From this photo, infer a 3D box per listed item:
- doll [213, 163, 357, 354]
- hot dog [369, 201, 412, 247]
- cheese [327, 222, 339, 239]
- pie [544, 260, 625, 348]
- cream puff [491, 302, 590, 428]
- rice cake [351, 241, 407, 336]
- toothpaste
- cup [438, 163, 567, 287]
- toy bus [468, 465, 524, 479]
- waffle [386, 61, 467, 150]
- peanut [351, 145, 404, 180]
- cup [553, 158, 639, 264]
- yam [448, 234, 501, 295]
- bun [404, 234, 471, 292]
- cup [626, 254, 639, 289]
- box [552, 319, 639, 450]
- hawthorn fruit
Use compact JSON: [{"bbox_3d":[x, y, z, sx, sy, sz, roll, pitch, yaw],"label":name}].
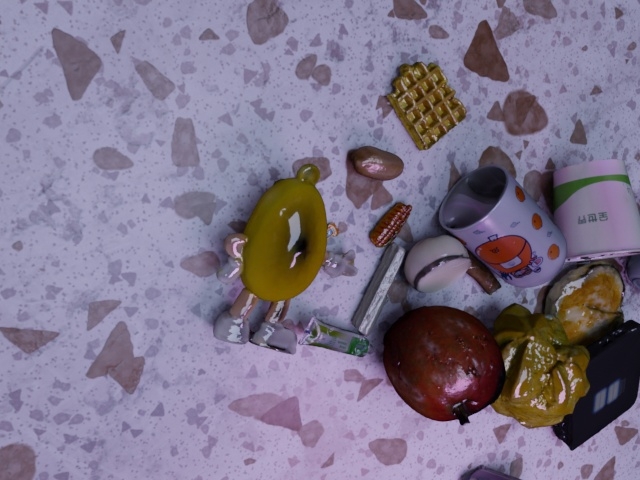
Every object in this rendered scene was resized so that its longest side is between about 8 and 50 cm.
[{"bbox_3d":[-0.083,0.073,1.253,0.423,0.161,0.348,-47,128,-8],"label":"doll"},{"bbox_3d":[0.185,-0.041,1.412,0.062,0.038,0.144,46,79,-21],"label":"hot dog"},{"bbox_3d":[0.000,0.000,1.352,0.111,0.017,0.047,-40,113,-14],"label":"cheese"},{"bbox_3d":[0.833,0.224,1.703,0.339,0.077,0.339,-6,106,-22],"label":"pie"},{"bbox_3d":[0.584,0.352,1.478,0.270,0.274,0.323,28,78,-67],"label":"cream puff"},{"bbox_3d":[0.155,0.128,1.417,0.057,0.052,0.256,32,83,-54],"label":"rice cake"},{"bbox_3d":[0.049,0.249,1.360,0.248,0.047,0.078,24,95,-41],"label":"toothpaste"},{"bbox_3d":[0.500,-0.024,1.456,0.317,0.212,0.212,37,82,-24],"label":"cup"},{"bbox_3d":[0.528,0.760,1.582,0.142,0.202,0.142,-8,103,-54],"label":"toy bus"},{"bbox_3d":[0.267,-0.361,1.397,0.160,0.055,0.211,-40,109,-13],"label":"waffle"},{"bbox_3d":[0.143,-0.190,1.357,0.152,0.076,0.076,10,93,-29],"label":"peanut"},{"bbox_3d":[0.770,-0.076,1.537,0.253,0.253,0.274,-3,83,-23],"label":"cup"},{"bbox_3d":[0.423,0.070,1.519,0.241,0.057,0.057,43,80,-23],"label":"yam"},{"bbox_3d":[0.294,0.051,1.423,0.173,0.120,0.173,-16,145,-12],"label":"bun"},{"bbox_3d":[1.149,0.065,1.746,0.274,0.259,0.357,-59,144,-5],"label":"cup"},{"bbox_3d":[0.871,0.451,1.702,0.350,0.091,0.359,-26,123,-20],"label":"box"},{"bbox_3d":[0.316,0.304,1.387,0.316,0.316,0.316,-3,98,-23],"label":"hawthorn fruit"}]
